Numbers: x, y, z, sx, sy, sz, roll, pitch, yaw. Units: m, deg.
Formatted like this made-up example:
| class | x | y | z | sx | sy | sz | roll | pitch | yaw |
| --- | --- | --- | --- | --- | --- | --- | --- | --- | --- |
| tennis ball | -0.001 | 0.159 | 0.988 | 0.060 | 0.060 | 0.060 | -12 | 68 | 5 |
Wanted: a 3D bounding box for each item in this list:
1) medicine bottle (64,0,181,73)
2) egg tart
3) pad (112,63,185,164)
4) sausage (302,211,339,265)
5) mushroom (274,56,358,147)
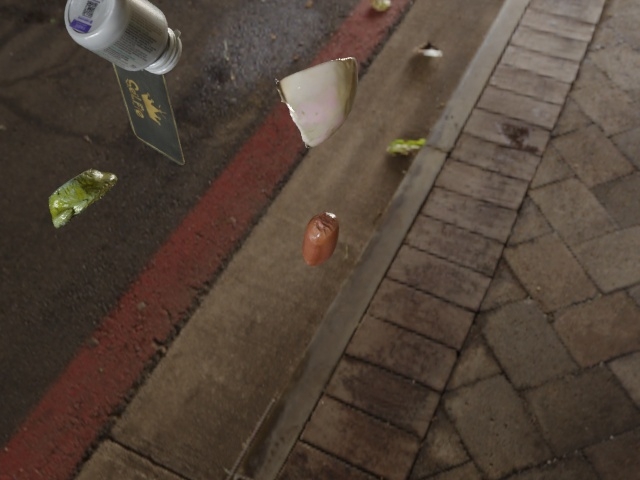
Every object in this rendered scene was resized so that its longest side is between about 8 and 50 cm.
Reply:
| class | x | y | z | sx | sy | sz | roll | pitch | yaw |
| --- | --- | --- | --- | --- | --- | --- | --- | --- | --- |
| medicine bottle | -0.362 | -0.395 | 1.413 | 0.135 | 0.215 | 0.135 | -5 | 79 | 26 |
| egg tart | -0.581 | -0.112 | 1.811 | 0.197 | 0.197 | 0.078 | -41 | 103 | -28 |
| pad | -0.550 | -0.393 | 2.195 | 0.315 | 0.375 | 0.063 | 32 | 58 | 27 |
| sausage | 0.000 | 0.000 | 1.581 | 0.077 | 0.194 | 0.077 | 2 | 69 | -6 |
| mushroom | 0.024 | -0.314 | 1.713 | 0.173 | 0.162 | 0.236 | -18 | 4 | 11 |
